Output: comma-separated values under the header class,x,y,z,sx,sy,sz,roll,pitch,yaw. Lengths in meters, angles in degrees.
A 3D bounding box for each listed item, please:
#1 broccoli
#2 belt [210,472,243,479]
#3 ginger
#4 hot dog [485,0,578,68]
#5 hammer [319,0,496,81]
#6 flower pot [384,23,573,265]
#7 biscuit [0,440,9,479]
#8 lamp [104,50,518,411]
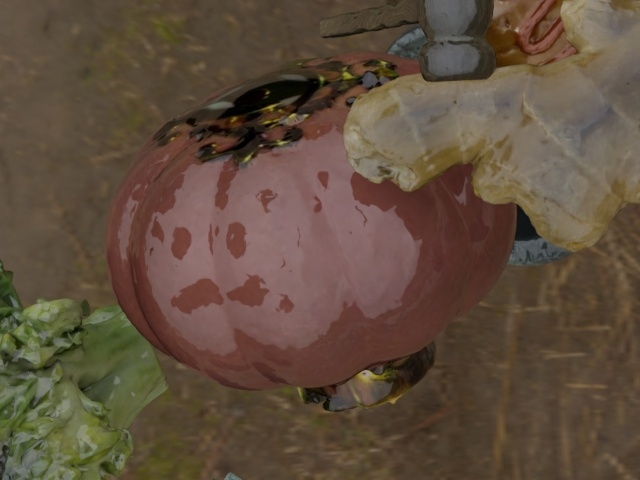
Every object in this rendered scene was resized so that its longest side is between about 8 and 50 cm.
class,x,y,z,sx,sy,sz,roll,pitch,yaw
broccoli,-0.209,0.143,1.427,0.245,0.288,0.248,-31,65,-19
belt,-0.140,0.336,1.548,0.072,0.087,0.302,29,77,30
ginger,0.184,-0.088,1.129,0.333,0.081,0.148,-26,67,-4
hot dog,0.134,-0.278,1.363,0.117,0.158,0.349,-19,98,42
hammer,0.027,-0.096,0.769,0.029,0.292,0.058,-2,95,-9
flower pot,0.211,-0.134,1.642,0.299,0.283,0.299,25,136,26
biscuit,-0.284,0.204,1.066,0.252,0.052,0.150,-30,36,38
lamp,0.000,0.000,1.315,0.305,0.305,0.240,-8,113,24
